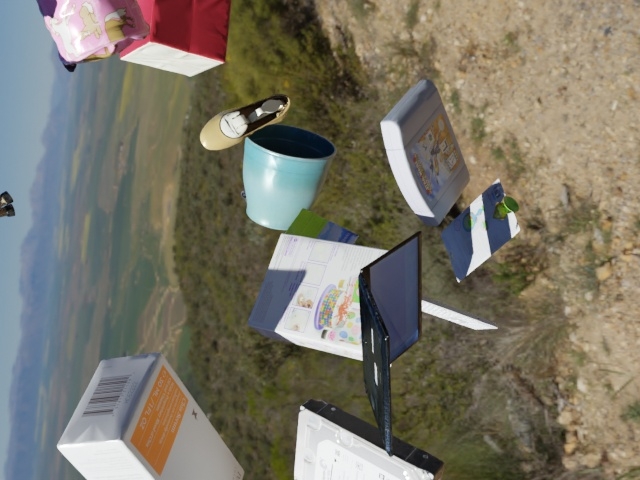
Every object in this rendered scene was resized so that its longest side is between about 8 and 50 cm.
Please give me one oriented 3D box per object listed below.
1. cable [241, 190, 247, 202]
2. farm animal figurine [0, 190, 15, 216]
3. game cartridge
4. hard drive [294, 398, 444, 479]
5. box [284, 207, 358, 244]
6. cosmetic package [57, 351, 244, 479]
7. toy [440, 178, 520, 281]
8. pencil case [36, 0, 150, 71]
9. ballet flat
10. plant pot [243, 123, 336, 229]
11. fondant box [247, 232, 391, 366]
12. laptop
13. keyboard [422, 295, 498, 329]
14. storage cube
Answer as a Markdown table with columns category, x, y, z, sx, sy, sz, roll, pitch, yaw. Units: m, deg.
| category | x | y | z | sx | sy | sz | roll | pitch | yaw |
| --- | --- | --- | --- | --- | --- | --- | --- | --- | --- |
| cable | -0.203 | -0.100 | 2.247 | 0.047 | 0.184 | 0.150 | -44 | 21 | 6 |
| farm animal figurine | -0.599 | -0.172 | 0.935 | 0.330 | 0.172 | 0.327 | 44 | 145 | 30 |
| game cartridge | 0.243 | -0.188 | 1.502 | 0.062 | 0.297 | 0.198 | 3 | 44 | 41 |
| hard drive | 0.093 | 0.515 | 1.443 | 0.338 | 0.064 | 0.237 | 21 | 117 | 32 |
| box | 0.000 | 0.000 | 1.671 | 0.109 | 0.178 | 0.042 | -55 | -27 | -17 |
| cosmetic package | -0.349 | 0.485 | 1.451 | 0.230 | 0.161 | 0.453 | -77 | -29 | -49 |
| toy | 0.379 | -0.019 | 1.521 | 0.237 | 0.056 | 0.137 | 124 | 138 | -51 |
| pencil case | -0.407 | -0.464 | 0.992 | 0.386 | 0.167 | 0.160 | 67 | -153 | -22 |
| ballet flat | -0.165 | -0.276 | 1.478 | 0.080 | 0.232 | 0.073 | 59 | 154 | -4 |
| plant pot | -0.111 | -0.180 | 1.963 | 0.272 | 0.271 | 0.255 | -122 | 40 | -55 |
| fondant box | 0.029 | 0.127 | 1.485 | 0.330 | 0.096 | 0.238 | 9 | 67 | 27 |
| laptop | 0.135 | 0.155 | 1.049 | 0.264 | 0.136 | 0.234 | -109 | 11 | -60 |
| keyboard | 0.238 | 0.142 | 1.326 | 0.072 | 0.255 | 0.014 | -27 | 46 | 58 |
| storage cube | -0.323 | -0.495 | 1.468 | 0.215 | 0.183 | 0.193 | 4 | 89 | 54 |
